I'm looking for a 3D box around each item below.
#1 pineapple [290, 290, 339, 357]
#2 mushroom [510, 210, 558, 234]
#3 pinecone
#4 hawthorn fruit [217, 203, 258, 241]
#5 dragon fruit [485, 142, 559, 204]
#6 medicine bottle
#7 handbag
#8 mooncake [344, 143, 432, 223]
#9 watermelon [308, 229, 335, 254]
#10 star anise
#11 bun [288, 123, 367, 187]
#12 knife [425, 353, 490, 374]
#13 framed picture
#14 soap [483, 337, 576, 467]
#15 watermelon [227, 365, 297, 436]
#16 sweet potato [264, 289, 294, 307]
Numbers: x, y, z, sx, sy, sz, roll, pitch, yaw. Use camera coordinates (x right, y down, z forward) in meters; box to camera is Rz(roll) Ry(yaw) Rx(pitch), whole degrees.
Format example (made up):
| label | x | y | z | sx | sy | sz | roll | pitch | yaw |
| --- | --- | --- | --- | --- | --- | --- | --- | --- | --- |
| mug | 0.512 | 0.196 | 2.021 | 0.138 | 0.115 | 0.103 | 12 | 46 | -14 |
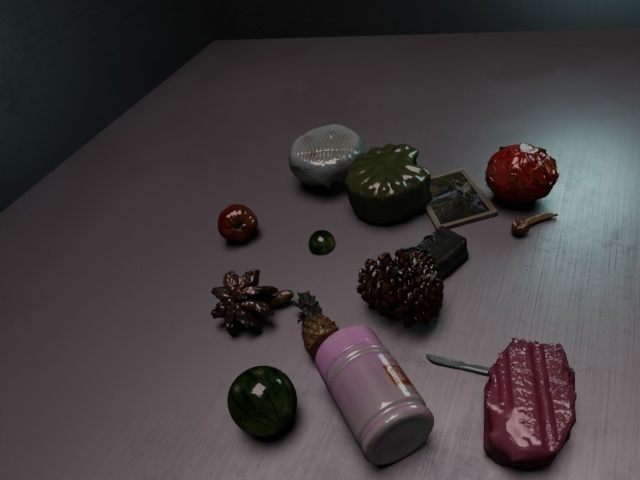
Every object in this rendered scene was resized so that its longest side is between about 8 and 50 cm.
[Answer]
| label | x | y | z | sx | sy | sz | roll | pitch | yaw |
| --- | --- | --- | --- | --- | --- | --- | --- | --- | --- |
| pineapple | -0.017 | 0.260 | 1.654 | 0.128 | 0.128 | 0.248 | -21 | 35 | -7 |
| mushroom | 0.752 | -0.072 | 1.828 | 0.187 | 0.061 | 0.060 | -23 | 36 | -15 |
| pinecone | 0.246 | 0.142 | 1.631 | 0.292 | 0.246 | 0.246 | 6 | 43 | 45 |
| hawthorn fruit | -0.342 | -0.082 | 2.123 | 0.162 | 0.163 | 0.203 | -19 | 23 | -4 |
| dragon fruit | 0.731 | -0.243 | 1.899 | 0.252 | 0.241 | 0.241 | -11 | 40 | 22 |
| medicine bottle | 0.135 | 0.399 | 1.378 | 0.202 | 0.202 | 0.316 | -24 | 42 | -10 |
| handbag | 0.387 | 0.049 | 1.792 | 0.270 | 0.089 | 0.175 | -34 | 37 | -20 |
| mooncake | 0.262 | -0.233 | 2.048 | 0.351 | 0.187 | 0.351 | -11 | 44 | 11 |
| watermelon | 0.000 | 0.000 | 1.971 | 0.105 | 0.062 | 0.105 | -10 | 49 | 12 |
| star anise | -0.263 | 0.197 | 1.733 | 0.235 | 0.109 | 0.223 | -6 | 69 | 10 |
| bun | 0.027 | -0.353 | 2.257 | 0.354 | 0.194 | 0.354 | -6 | 42 | 6 |
| knife | 0.403 | 0.356 | 1.487 | 0.210 | 0.015 | 0.028 | 7 | 52 | 24 |
| framed picture | 0.515 | -0.168 | 2.034 | 0.240 | 0.020 | 0.324 | -15 | 41 | 2 |
| soap | 0.523 | 0.410 | 1.305 | 0.220 | 0.127 | 0.325 | -1 | 44 | 17 |
| watermelon | -0.167 | 0.435 | 1.444 | 0.188 | 0.188 | 0.214 | -32 | 50 | -19 |
| sweet potato | -0.223 | 0.200 | 1.812 | 0.273 | 0.075 | 0.075 | 2 | 44 | 15 |
